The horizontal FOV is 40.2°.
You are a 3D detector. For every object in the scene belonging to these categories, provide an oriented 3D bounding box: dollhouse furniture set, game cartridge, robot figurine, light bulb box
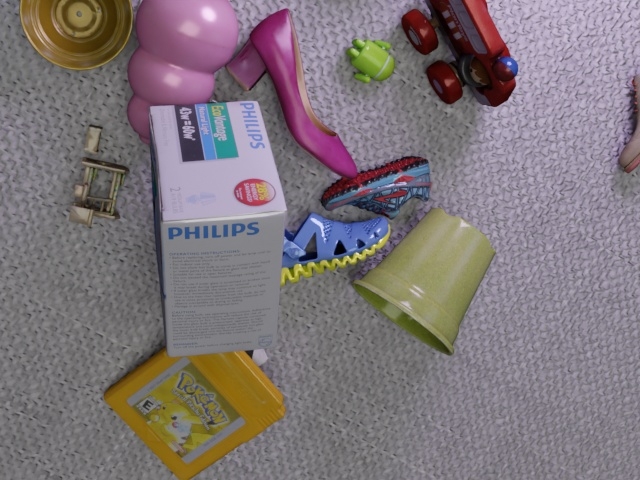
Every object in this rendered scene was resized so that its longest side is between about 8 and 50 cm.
[{"bbox_3d":[-0.447,-0.131,1.804,0.101,0.161,0.182,11,102,-15],"label":"dollhouse furniture set"},{"bbox_3d":[-0.277,0.360,1.957,0.323,0.053,0.285,-36,102,18],"label":"game cartridge"},{"bbox_3d":[0.113,-0.393,1.909,0.115,0.067,0.101,31,87,-17],"label":"robot figurine"},{"bbox_3d":[-0.210,-0.026,1.717,0.225,0.358,0.361,-5,133,-12],"label":"light bulb box"}]

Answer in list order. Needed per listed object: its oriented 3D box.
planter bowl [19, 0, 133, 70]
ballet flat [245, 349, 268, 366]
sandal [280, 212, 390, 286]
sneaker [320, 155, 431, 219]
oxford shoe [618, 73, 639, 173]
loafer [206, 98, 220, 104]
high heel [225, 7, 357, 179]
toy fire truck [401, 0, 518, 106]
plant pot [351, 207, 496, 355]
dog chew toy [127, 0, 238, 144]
[{"bbox_3d":[-0.486,-0.453,1.753,0.217,0.090,0.217,-3,104,-12],"label":"planter bowl"},{"bbox_3d":[-0.179,0.291,2.009,0.096,0.095,0.280,3,113,-23],"label":"ballet flat"},{"bbox_3d":[0.000,0.000,1.947,0.317,0.126,0.138,-18,100,-3],"label":"sandal"},{"bbox_3d":[0.133,-0.096,1.969,0.261,0.104,0.125,-17,110,-6],"label":"sneaker"},{"bbox_3d":[0.782,-0.329,2.065,0.130,0.123,0.348,29,98,9],"label":"oxford shoe"},{"bbox_3d":[-0.199,-0.261,1.886,0.056,0.050,0.148,-48,124,6],"label":"loafer"},{"bbox_3d":[-0.015,-0.305,1.867,0.181,0.127,0.377,-43,105,12],"label":"high heel"},{"bbox_3d":[0.318,-0.415,1.850,0.169,0.254,0.302,-32,108,-3],"label":"toy fire truck"},{"bbox_3d":[0.253,0.076,1.974,0.276,0.276,0.254,39,81,-18],"label":"plant pot"},{"bbox_3d":[-0.295,-0.349,1.770,0.206,0.206,0.332,17,107,-16],"label":"dog chew toy"}]
